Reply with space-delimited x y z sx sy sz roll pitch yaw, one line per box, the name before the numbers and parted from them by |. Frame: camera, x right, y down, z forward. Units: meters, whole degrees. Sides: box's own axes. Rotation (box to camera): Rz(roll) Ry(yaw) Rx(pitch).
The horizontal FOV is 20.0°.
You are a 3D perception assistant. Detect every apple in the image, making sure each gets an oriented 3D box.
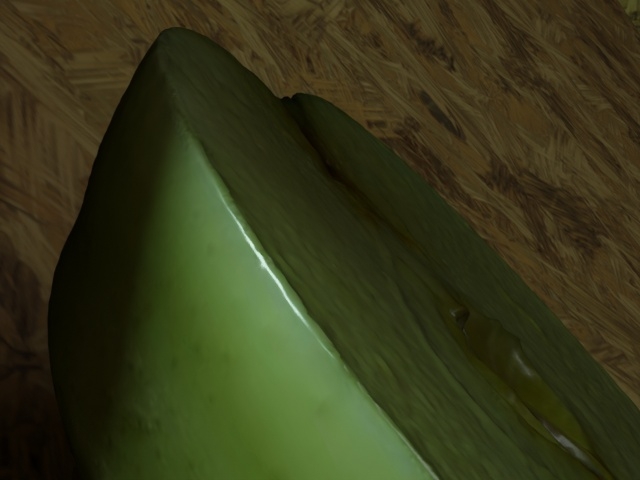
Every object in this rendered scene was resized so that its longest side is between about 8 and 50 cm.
apple | 0.057 0.083 0.723 0.311 0.320 0.360 -31 71 -31
